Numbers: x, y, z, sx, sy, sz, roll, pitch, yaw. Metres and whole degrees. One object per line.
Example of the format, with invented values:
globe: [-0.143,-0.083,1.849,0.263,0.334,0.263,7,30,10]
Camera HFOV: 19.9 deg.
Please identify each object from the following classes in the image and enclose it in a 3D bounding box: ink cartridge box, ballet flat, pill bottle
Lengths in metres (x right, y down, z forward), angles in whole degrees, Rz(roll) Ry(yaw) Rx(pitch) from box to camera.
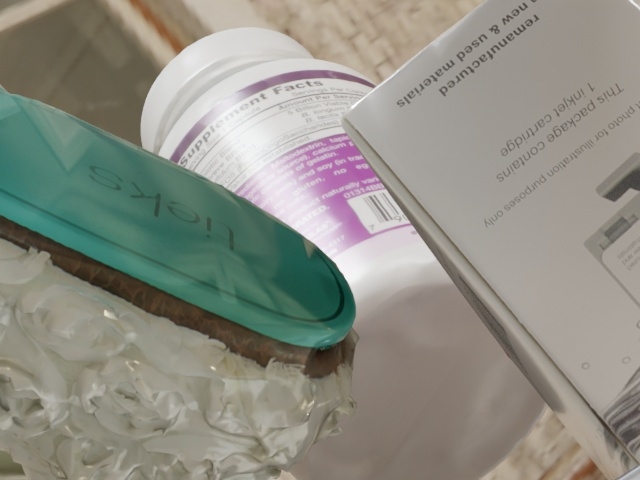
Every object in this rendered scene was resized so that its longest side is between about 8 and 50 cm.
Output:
ink cartridge box: [0.154,0.052,0.693,0.117,0.207,0.283,-38,-117,0]
ballet flat: [-0.179,-0.022,0.562,0.409,0.147,0.147,33,-48,-10]
pill bottle: [0.000,0.000,1.041,0.301,0.169,0.169,-125,-145,-50]

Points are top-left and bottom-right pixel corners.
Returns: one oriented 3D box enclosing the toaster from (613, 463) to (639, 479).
toaster: [0.123,0.117,0.363,0.110,0.186,0.168,-48,-128,41]
